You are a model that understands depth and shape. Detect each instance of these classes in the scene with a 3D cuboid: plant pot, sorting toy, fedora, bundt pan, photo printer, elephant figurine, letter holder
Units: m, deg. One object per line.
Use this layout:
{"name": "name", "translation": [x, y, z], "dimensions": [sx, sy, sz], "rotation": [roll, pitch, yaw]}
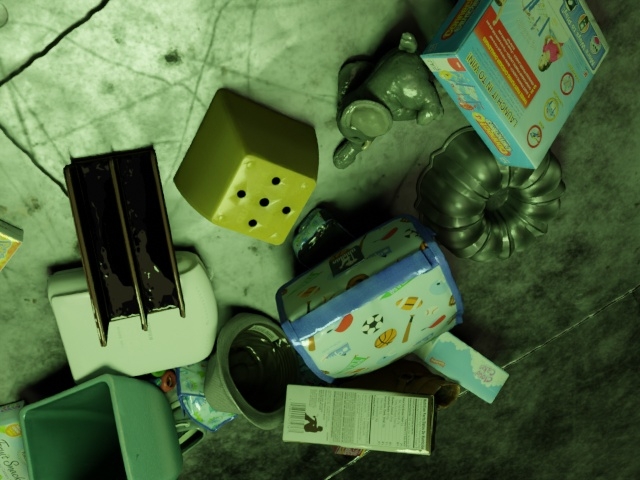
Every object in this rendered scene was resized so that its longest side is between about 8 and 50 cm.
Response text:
{"name": "plant pot", "translation": [-0.120, -0.113, 1.309], "dimensions": [0.212, 0.187, 0.212], "rotation": [19, 115, -29]}
{"name": "sorting toy", "translation": [-0.361, 0.296, 1.588], "dimensions": [0.042, 0.061, 0.102], "rotation": [-7, 124, 29]}
{"name": "fedora", "translation": [-0.163, 0.287, 1.540], "dimensions": [0.124, 0.275, 0.243], "rotation": [-27, 104, 30]}
{"name": "plant pot", "translation": [-0.429, 0.430, 1.508], "dimensions": [0.248, 0.247, 0.252], "rotation": [-23, 163, 19]}
{"name": "bundt pan", "translation": [0.375, -0.089, 1.530], "dimensions": [0.331, 0.124, 0.330], "rotation": [-9, 124, -13]}
{"name": "photo printer", "translation": [-0.363, 0.154, 1.452], "dimensions": [0.308, 0.107, 0.255], "rotation": [-10, 124, -12]}
{"name": "elephant figurine", "translation": [0.093, -0.246, 1.325], "dimensions": [0.240, 0.169, 0.185], "rotation": [-20, 98, 14]}
{"name": "letter holder", "translation": [-0.330, 0.006, 1.236], "dimensions": [0.152, 0.214, 0.301], "rotation": [-11, 100, -11]}

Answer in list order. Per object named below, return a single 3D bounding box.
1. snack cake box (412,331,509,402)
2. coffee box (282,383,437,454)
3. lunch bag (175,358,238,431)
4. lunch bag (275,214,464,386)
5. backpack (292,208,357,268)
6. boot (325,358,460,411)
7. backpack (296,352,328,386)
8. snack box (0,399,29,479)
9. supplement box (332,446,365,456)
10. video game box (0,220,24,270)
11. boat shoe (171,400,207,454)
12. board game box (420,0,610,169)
{"name": "snack cake box", "translation": [0.308, 0.271, 1.715], "dimensions": [0.264, 0.152, 0.089], "rotation": [35, 88, -33]}
{"name": "coffee box", "translation": [0.088, 0.367, 1.492], "dimensions": [0.297, 0.118, 0.168], "rotation": [2, 167, 11]}
{"name": "lunch bag", "translation": [-0.263, 0.328, 1.584], "dimensions": [0.096, 0.128, 0.151], "rotation": [-35, 128, 12]}
{"name": "lunch bag", "translation": [0.100, 0.121, 1.432], "dimensions": [0.328, 0.238, 0.385], "rotation": [-30, 165, 3]}
{"name": "backpack", "translation": [0.000, 0.000, 1.486], "dimensions": [0.114, 0.084, 0.105], "rotation": [-45, 127, 8]}
{"name": "boot", "translation": [0.158, 0.356, 1.635], "dimensions": [0.284, 0.220, 0.108], "rotation": [-12, 108, -41]}
{"name": "backpack", "translation": [-0.030, 0.339, 1.682], "dimensions": [0.173, 0.117, 0.158], "rotation": [-43, 126, 8]}
{"name": "snack box", "translation": [-0.696, 0.461, 1.567], "dimensions": [0.175, 0.070, 0.207], "rotation": [-14, 126, -9]}
{"name": "supplement box", "translation": [0.072, 0.525, 1.875], "dimensions": [0.083, 0.055, 0.043], "rotation": [13, 116, -26]}
{"name": "video game box", "translation": [-0.676, 0.024, 1.301], "dimensions": [0.187, 0.048, 0.205], "rotation": [31, 108, -35]}
{"name": "boat shoe", "translation": [-0.392, 0.483, 1.664], "dimensions": [0.320, 0.099, 0.116], "rotation": [-34, 126, 6]}
{"name": "board game box", "translation": [0.364, -0.342, 1.304], "dimensions": [0.308, 0.086, 0.302], "rotation": [43, 74, -35]}
